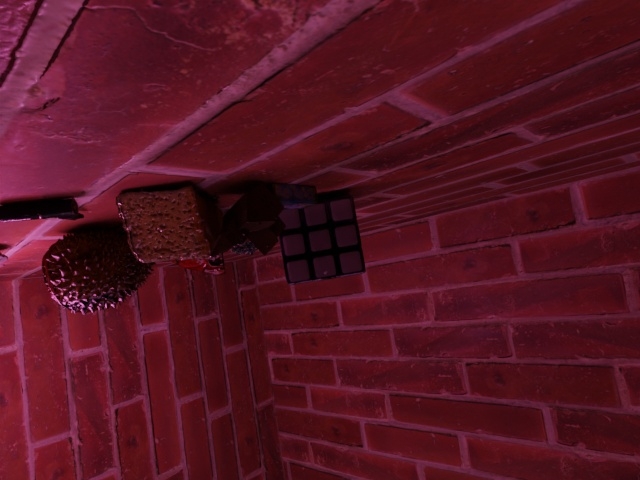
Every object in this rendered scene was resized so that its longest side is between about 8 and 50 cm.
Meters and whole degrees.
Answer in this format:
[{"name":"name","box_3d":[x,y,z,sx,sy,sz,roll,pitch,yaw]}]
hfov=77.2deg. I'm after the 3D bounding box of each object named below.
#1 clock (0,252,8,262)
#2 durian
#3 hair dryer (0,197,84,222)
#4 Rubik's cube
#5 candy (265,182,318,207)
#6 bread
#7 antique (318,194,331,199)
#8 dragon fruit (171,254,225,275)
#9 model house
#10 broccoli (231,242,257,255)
[{"name":"clock","box_3d":[-1.284,0.059,1.455,0.237,0.053,0.236,-11,175,-1]},{"name":"durian","box_3d":[-0.817,0.106,1.478,0.384,0.347,0.348,-44,163,16]},{"name":"hair dryer","box_3d":[-0.731,-0.072,1.092,0.174,0.050,0.195,-5,177,-12]},{"name":"Rubik's cube","box_3d":[0.000,0.000,1.593,0.302,0.303,0.305,-9,-179,-1]},{"name":"candy","box_3d":[-0.108,-0.140,1.301,0.097,0.062,0.195,-13,174,43]},{"name":"bread","box_3d":[-0.428,-0.098,1.216,0.249,0.278,0.315,-8,-143,-5]},{"name":"antique","box_3d":[-0.053,-0.153,1.505,0.192,0.015,0.031,-9,175,-11]},{"name":"dragon fruit","box_3d":[-0.512,0.034,1.593,0.286,0.227,0.329,-5,175,-23]},{"name":"model house","box_3d":[-0.225,-0.016,1.167,0.181,0.176,0.248,-31,-164,49]},{"name":"broccoli","box_3d":[-0.289,-0.048,1.558,0.220,0.193,0.194,15,164,-26]}]
